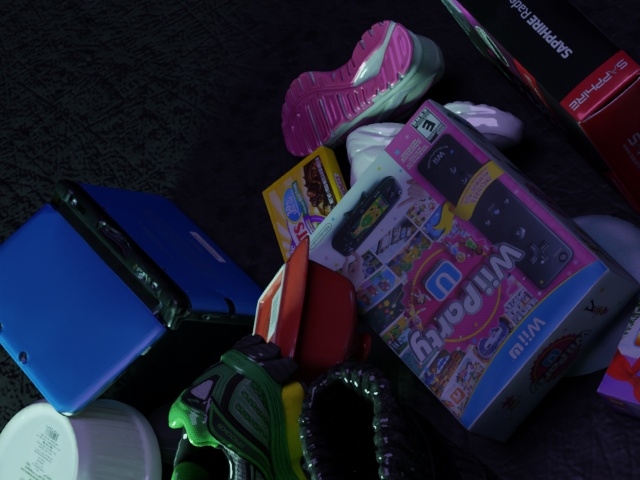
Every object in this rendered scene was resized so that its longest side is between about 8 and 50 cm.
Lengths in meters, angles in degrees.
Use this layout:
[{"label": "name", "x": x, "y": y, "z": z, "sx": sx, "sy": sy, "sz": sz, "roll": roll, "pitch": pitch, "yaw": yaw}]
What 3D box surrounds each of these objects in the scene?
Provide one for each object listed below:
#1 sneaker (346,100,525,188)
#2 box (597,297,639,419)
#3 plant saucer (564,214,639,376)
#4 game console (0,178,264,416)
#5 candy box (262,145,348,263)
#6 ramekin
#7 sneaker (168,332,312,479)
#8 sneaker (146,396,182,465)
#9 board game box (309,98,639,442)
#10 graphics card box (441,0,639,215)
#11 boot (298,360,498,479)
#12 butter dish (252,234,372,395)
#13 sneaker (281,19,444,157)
[{"label": "sneaker", "x": 0.133, "y": -0.085, "z": 2.097, "sx": 0.232, "sy": 0.090, "sz": 0.115, "roll": -14, "pitch": 62, "yaw": 35}, {"label": "box", "x": 0.443, "y": 0.109, "z": 1.792, "sx": 0.293, "sy": 0.057, "sz": 0.201, "roll": 16, "pitch": 72, "yaw": 37}, {"label": "plant saucer", "x": 0.270, "y": 0.050, "z": 1.951, "sx": 0.195, "sy": 0.037, "sz": 0.195, "roll": -16, "pitch": 56, "yaw": 24}, {"label": "game console", "x": -0.237, "y": 0.071, "z": 2.165, "sx": 0.293, "sy": 0.250, "sz": 0.173, "roll": 43, "pitch": 114, "yaw": 41}, {"label": "candy box", "x": 0.000, "y": 0.000, "z": 2.128, "sx": 0.105, "sy": 0.027, "sz": 0.206, "roll": -39, "pitch": 54, "yaw": 29}, {"label": "ramekin", "x": -0.290, "y": 0.275, "z": 2.081, "sx": 0.207, "sy": 0.109, "sz": 0.207, "roll": -18, "pitch": 62, "yaw": 39}, {"label": "sneaker", "x": -0.090, "y": 0.259, "z": 1.868, "sx": 0.146, "sy": 0.343, "sz": 0.134, "roll": -31, "pitch": 40, "yaw": -28}, {"label": "sneaker", "x": -0.098, "y": 0.180, "z": 2.058, "sx": 0.267, "sy": 0.106, "sz": 0.101, "roll": -18, "pitch": 55, "yaw": 23}, {"label": "board game box", "x": 0.155, "y": 0.029, "z": 1.936, "sx": 0.224, "sy": 0.097, "sz": 0.303, "roll": -50, "pitch": 57, "yaw": 10}, {"label": "graphics card box", "x": 0.254, "y": -0.196, "z": 1.983, "sx": 0.094, "sy": 0.233, "sz": 0.371, "roll": -41, "pitch": 50, "yaw": 5}, {"label": "boot", "x": 0.132, "y": 0.280, "z": 1.747, "sx": 0.131, "sy": 0.260, "sz": 0.348, "roll": -47, "pitch": 49, "yaw": -1}, {"label": "butter dish", "x": -0.003, "y": 0.100, "z": 1.918, "sx": 0.160, "sy": 0.118, "sz": 0.160, "roll": 125, "pitch": 157, "yaw": -59}, {"label": "sneaker", "x": 0.055, "y": -0.168, "z": 2.183, "sx": 0.252, "sy": 0.111, "sz": 0.103, "roll": -29, "pitch": 65, "yaw": 41}]
